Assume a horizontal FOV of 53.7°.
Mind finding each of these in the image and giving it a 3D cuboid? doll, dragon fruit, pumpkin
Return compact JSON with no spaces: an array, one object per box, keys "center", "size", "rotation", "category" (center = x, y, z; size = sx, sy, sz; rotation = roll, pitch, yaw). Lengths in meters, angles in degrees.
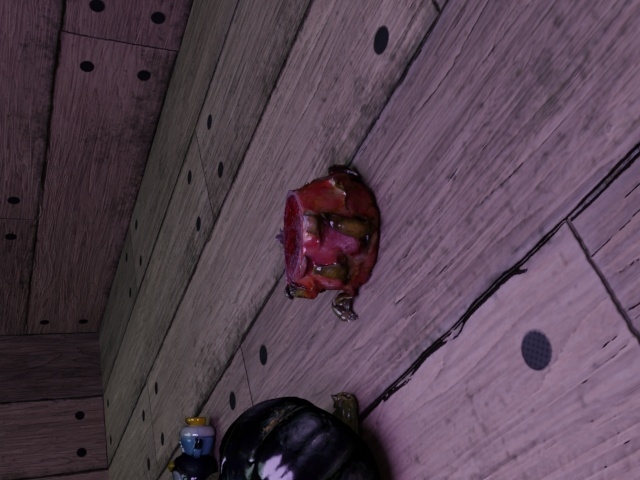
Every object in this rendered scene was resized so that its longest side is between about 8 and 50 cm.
[{"center":[-0.351,0.646,1.730],"size":[0.177,0.140,0.314],"rotation":[132,139,-68],"category":"doll"},{"center":[0.000,0.000,1.106],"size":[0.211,0.147,0.283],"rotation":[-5,82,62],"category":"dragon fruit"},{"center":[-0.016,0.383,1.048],"size":[0.295,0.295,0.296],"rotation":[-9,80,62],"category":"pumpkin"}]

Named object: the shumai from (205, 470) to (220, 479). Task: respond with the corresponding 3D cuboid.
[{"center":[-0.241,0.649,1.583],"size":[0.124,0.098,0.087],"rotation":[-133,35,-57],"category":"shumai"}]
